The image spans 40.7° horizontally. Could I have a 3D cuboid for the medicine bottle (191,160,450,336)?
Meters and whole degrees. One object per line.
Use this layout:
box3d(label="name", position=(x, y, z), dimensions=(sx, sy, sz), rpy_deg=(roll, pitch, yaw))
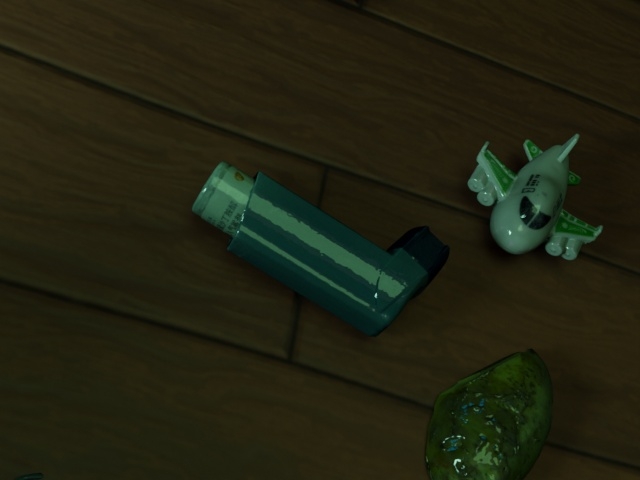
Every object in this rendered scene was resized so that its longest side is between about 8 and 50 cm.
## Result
box3d(label="medicine bottle", position=(0.000, 0.000, 0.885), dimensions=(0.258, 0.079, 0.124), rpy_deg=(30, 60, -5))

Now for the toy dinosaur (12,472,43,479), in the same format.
box3d(label="toy dinosaur", position=(-0.256, 0.274, 0.658), dimensions=(0.080, 0.045, 0.197), rpy_deg=(19, 65, -25))

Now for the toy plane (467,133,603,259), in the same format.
box3d(label="toy plane", position=(0.256, -0.054, 1.021), dimensions=(0.174, 0.080, 0.174), rpy_deg=(9, 63, -17))

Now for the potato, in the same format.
box3d(label="potato", position=(0.185, 0.183, 0.884), dimensions=(0.198, 0.054, 0.119), rpy_deg=(-35, 78, -33))
